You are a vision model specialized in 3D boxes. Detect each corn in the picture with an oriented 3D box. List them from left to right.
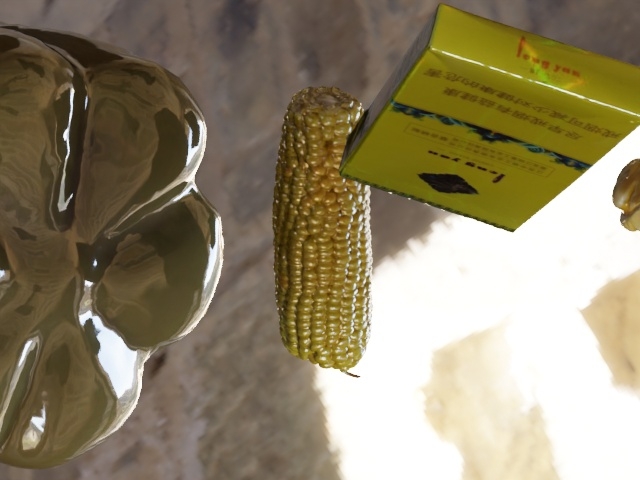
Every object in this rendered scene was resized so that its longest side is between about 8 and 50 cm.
[{"bbox_3d":[0.000,0.000,1.523,0.101,0.102,0.310,-51,143,-54],"label":"corn"}]

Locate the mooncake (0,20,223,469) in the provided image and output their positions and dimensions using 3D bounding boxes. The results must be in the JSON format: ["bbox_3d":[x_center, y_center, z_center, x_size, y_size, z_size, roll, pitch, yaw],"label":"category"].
[{"bbox_3d":[-0.319,0.008,1.502,0.467,0.262,0.467,-24,122,-44],"label":"mooncake"}]

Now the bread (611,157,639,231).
[{"bbox_3d":[0.440,-0.040,1.892,0.177,0.084,0.119,20,60,19],"label":"bread"}]

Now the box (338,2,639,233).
[{"bbox_3d":[0.116,-0.078,1.119,0.153,0.279,0.041,17,73,-7],"label":"box"}]
